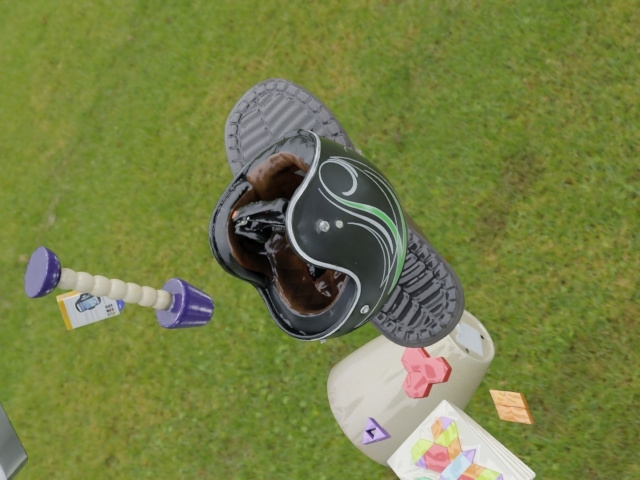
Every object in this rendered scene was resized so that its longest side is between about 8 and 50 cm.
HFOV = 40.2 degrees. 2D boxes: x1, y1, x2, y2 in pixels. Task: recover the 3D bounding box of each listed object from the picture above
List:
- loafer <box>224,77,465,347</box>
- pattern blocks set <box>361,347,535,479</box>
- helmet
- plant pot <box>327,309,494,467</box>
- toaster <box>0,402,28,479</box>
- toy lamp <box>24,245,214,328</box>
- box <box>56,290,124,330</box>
[{"bbox_3d":[0.022,-0.025,0.993,0.134,0.130,0.366,-38,74,6],"label":"loafer"},{"bbox_3d":[0.197,0.331,1.257,0.325,0.026,0.285,29,95,33],"label":"pattern blocks set"},{"bbox_3d":[0.000,0.000,0.791,0.169,0.161,0.169,-32,33,24],"label":"helmet"},{"bbox_3d":[0.196,0.257,1.673,0.274,0.257,0.256,-47,47,32],"label":"plant pot"},{"bbox_3d":[-0.597,0.354,1.448,0.168,0.110,0.185,-22,100,4],"label":"toaster"},{"bbox_3d":[-0.275,0.075,1.240,0.080,0.275,0.080,-23,60,46],"label":"toy lamp"},{"bbox_3d":[-0.511,0.142,1.956,0.028,0.136,0.081,-133,30,-56],"label":"box"}]
